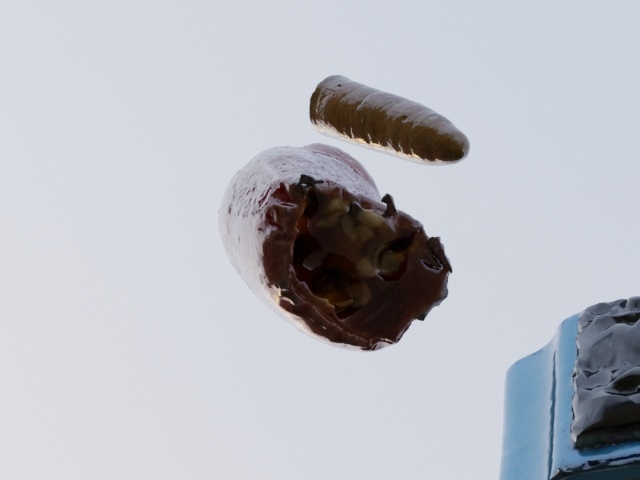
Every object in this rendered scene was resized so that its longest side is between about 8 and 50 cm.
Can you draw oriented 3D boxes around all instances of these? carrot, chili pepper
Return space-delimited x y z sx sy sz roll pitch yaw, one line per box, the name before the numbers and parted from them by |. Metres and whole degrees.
carrot | 0.054 -0.079 1.144 0.139 0.048 0.048 23 -55 42
chili pepper | 0.000 0.000 0.619 0.073 0.123 0.070 -3 -79 -10

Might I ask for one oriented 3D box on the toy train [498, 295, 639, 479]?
toy train | 0.247 0.147 0.865 0.300 0.188 0.265 -14 -62 16
